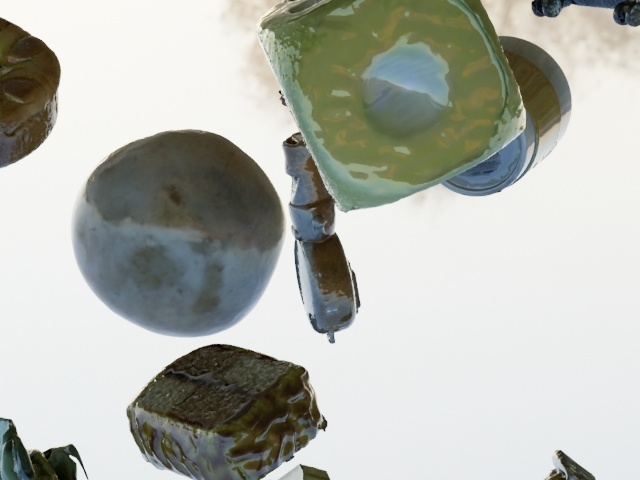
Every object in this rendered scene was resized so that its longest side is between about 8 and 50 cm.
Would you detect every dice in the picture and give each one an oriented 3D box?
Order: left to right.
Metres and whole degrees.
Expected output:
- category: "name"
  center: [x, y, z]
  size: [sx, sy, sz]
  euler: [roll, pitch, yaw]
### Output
- category: "dice"
  center: [0.055, -0.132, 1.482]
  size: [0.169, 0.166, 0.169]
  euler: [-24, -166, 1]

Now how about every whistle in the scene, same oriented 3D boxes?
- category: "whistle"
  center: [0.000, 0.000, 1.835]
  size: [0.057, 0.220, 0.107]
  euler: [-13, -160, -7]

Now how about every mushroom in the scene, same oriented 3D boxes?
- category: "mushroom"
  center: [-0.186, -0.029, 2.559]
  size: [0.298, 0.297, 0.290]
  euler: [19, -151, -1]

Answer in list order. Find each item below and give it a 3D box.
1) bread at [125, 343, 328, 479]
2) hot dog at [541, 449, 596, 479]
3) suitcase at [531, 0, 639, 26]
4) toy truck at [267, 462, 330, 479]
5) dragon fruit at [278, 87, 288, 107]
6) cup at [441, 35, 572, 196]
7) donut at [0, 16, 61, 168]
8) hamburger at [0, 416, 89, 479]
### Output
- category: "bread"
  center: [-0.106, 0.196, 2.139]
  size: [0.181, 0.096, 0.222]
  euler: [-34, -154, -30]
- category: "hot dog"
  center: [0.215, 0.348, 1.953]
  size: [0.082, 0.270, 0.162]
  euler: [21, 180, 1]
- category: "suitcase"
  center: [0.372, -0.387, 2.157]
  size: [0.128, 0.312, 0.202]
  euler: [48, 162, -30]
- category: "toy truck"
  center: [-0.071, 0.428, 2.310]
  size: [0.181, 0.254, 0.405]
  euler: [17, 158, -12]
- category: "dragon fruit"
  center: [0.015, -0.212, 2.329]
  size: [0.150, 0.207, 0.133]
  euler: [-30, -138, -18]
- category: "cup"
  center: [0.208, -0.147, 2.525]
  size: [0.185, 0.241, 0.226]
  euler: [54, -155, -7]
- category: "donut"
  center: [-0.446, -0.190, 2.421]
  size: [0.227, 0.113, 0.226]
  euler: [1, -132, -1]
- category: "hamburger"
  center: [-0.352, 0.332, 2.271]
  size: [0.150, 0.276, 0.260]
  euler: [-7, -163, -35]
